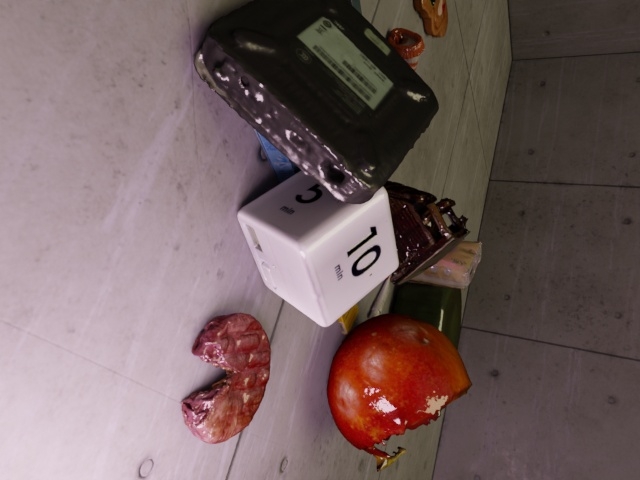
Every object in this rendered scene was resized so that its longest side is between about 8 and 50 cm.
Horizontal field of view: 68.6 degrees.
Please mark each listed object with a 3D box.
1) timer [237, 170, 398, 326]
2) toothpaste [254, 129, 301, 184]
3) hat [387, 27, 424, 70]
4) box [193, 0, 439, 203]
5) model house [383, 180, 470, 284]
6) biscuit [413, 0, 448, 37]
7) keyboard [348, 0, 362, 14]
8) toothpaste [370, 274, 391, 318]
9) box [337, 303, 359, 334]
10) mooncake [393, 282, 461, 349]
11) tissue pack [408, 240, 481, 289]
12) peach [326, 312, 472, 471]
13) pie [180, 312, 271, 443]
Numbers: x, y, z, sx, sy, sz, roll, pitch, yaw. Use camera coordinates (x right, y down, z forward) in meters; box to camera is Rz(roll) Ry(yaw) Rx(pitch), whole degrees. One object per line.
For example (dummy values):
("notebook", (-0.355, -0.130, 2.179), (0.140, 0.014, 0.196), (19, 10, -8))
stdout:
("timer", (0.000, 0.000, 0.841), (0.195, 0.194, 0.192), (-36, 131, -24))
("toothpaste", (-0.072, -0.184, 0.872), (0.066, 0.053, 0.272), (-66, 148, -36))
("hat", (0.239, -0.511, 1.348), (0.094, 0.112, 0.162), (-39, 148, -16))
("box", (0.019, -0.267, 0.776), (0.359, 0.091, 0.350), (42, 52, -8))
("model house", (0.243, -0.067, 1.294), (0.282, 0.297, 0.317), (54, 32, 14))
("biscuit", (0.382, -0.809, 1.580), (0.334, 0.047, 0.201), (21, 78, -62))
("keyboard", (0.094, -0.515, 1.142), (0.055, 0.014, 0.176), (-56, 142, -42))
("toothpaste", (0.196, 0.179, 1.483), (0.190, 0.031, 0.048), (-56, 140, -46))
("box", (0.064, 0.170, 1.238), (0.086, 0.023, 0.155), (-56, 142, -36))
("mooncake", (0.385, 0.285, 1.689), (0.356, 0.195, 0.355), (-10, 101, -63))
("tissue pack", (0.390, 0.072, 1.577), (0.215, 0.257, 0.122), (-46, 138, -48))
("peach", (0.185, 0.352, 1.203), (0.406, 0.310, 0.335), (-5, 139, -51))
("pie", (-0.157, 0.234, 0.810), (0.204, 0.054, 0.218), (42, 57, -57))
